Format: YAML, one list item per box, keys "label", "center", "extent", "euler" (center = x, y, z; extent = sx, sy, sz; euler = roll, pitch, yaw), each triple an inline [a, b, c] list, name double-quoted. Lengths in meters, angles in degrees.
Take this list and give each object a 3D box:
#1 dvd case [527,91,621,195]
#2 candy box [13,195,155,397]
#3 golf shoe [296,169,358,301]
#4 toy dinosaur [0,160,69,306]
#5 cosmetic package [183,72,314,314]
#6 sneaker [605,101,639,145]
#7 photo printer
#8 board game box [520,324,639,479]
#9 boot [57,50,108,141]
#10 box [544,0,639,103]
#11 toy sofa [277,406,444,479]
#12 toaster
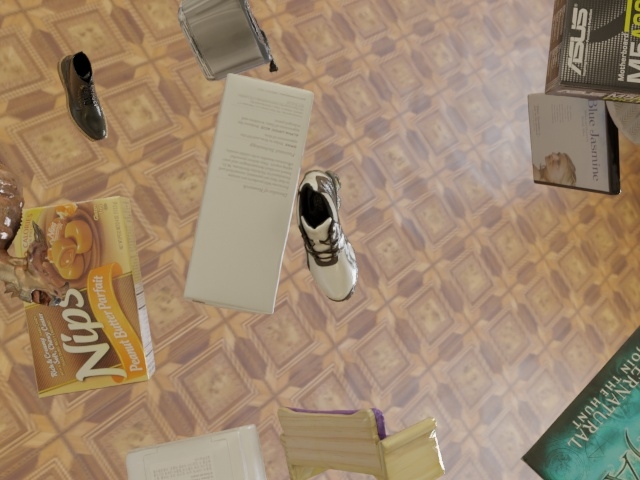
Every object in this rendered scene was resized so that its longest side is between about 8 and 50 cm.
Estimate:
- label: "dvd case"
  center: [0.454, -0.182, 1.192]
  extent: [0.022, 0.253, 0.180]
  euler: [-10, 101, -11]
- label: "candy box"
  center: [-0.401, 0.093, 1.120]
  extent: [0.183, 0.087, 0.316]
  euler: [-8, 93, -5]
- label: "golf shoe"
  center: [0.000, 0.000, 0.933]
  extent: [0.094, 0.077, 0.198]
  euler: [-38, 115, -71]
- label: "toy dinosaur"
  center: [-0.465, -0.039, 0.933]
  extent: [0.200, 0.127, 0.296]
  euler: [11, 64, -43]
- label: "cosmetic package"
  center: [-0.129, -0.067, 1.154]
  extent: [0.156, 0.217, 0.385]
  euler: [10, 85, -8]
- label: "sneaker"
  center: [0.519, -0.211, 1.051]
  extent: [0.321, 0.124, 0.180]
  euler: [42, 18, -24]
- label: "photo printer"
  center: [-0.207, 0.506, 1.173]
  extent: [0.107, 0.256, 0.307]
  euler: [31, 45, -70]
- label: "board game box"
  center: [0.275, 0.155, 0.535]
  extent: [0.126, 0.026, 0.186]
  euler: [41, 87, 23]
- label: "boot"
  center: [-0.518, -0.315, 1.449]
  extent: [0.077, 0.137, 0.198]
  euler: [-31, 111, -25]
- label: "box"
  center: [0.414, -0.312, 0.836]
  extent: [0.216, 0.060, 0.270]
  euler: [7, 90, 0]
- label: "toy sofa"
  center: [0.072, 0.421, 1.387]
  extent: [0.150, 0.362, 0.177]
  euler: [-9, 84, -39]
- label: "toaster"
  center: [-0.195, -0.429, 1.354]
  extent: [0.129, 0.146, 0.227]
  euler: [-100, 168, -56]
